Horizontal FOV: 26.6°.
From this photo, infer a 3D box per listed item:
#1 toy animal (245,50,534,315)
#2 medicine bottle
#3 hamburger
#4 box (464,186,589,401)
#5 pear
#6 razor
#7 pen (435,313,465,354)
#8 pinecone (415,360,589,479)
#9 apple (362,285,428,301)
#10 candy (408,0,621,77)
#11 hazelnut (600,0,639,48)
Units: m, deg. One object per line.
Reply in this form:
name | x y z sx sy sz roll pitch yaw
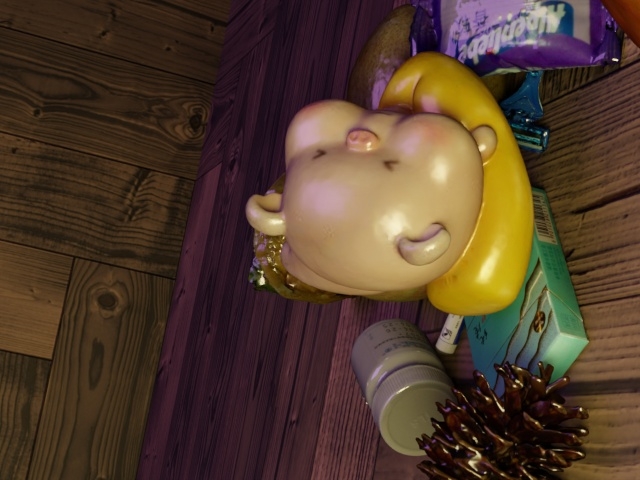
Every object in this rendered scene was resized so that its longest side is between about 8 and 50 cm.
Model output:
toy animal | 0.047 -0.066 1.425 0.345 0.246 0.278 12 99 48
medicine bottle | 0.101 0.171 1.613 0.168 0.105 0.105 -115 42 -65
hamburger | 0.000 0.000 1.925 0.130 0.206 0.183 12 90 53
box | 0.210 0.073 1.446 0.229 0.041 0.162 -95 26 -47
pear | 0.125 -0.172 1.648 0.228 0.188 0.211 120 169 -58
razor | 0.259 -0.262 1.544 0.056 0.093 0.324 22 -96 -71
pen | 0.182 0.043 1.592 0.025 0.025 0.204 -116 44 -64
pinecone | 0.179 0.191 1.280 0.165 0.163 0.163 -59 18 1
apple | 0.056 -0.012 1.773 0.265 0.193 0.120 -100 19 -47
candy | 0.213 -0.243 1.483 0.275 0.070 0.145 -3 72 33
hazelnut | 0.334 -0.256 0.842 0.420 0.352 0.421 25 124 43
